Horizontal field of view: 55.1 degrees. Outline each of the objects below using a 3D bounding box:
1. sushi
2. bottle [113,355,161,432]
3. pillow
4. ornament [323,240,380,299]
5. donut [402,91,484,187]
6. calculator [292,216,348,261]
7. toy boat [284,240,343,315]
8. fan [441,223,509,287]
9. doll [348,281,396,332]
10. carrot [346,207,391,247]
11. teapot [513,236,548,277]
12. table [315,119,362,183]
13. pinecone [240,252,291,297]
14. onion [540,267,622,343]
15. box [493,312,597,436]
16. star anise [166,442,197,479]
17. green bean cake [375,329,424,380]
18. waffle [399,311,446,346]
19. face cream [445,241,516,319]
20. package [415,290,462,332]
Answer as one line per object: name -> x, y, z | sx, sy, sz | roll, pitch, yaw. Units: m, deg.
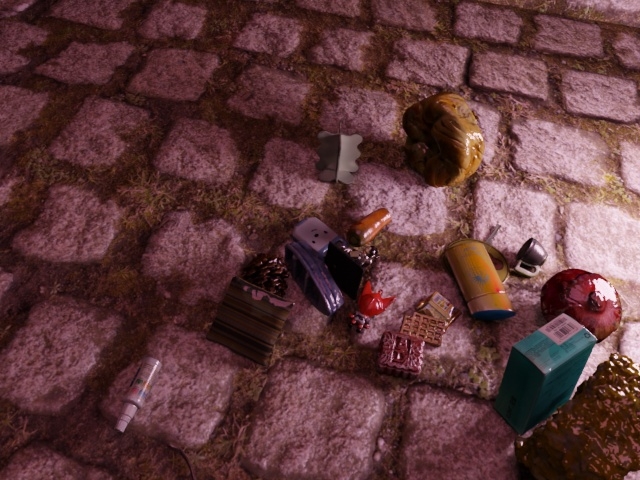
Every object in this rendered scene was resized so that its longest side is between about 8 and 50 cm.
sushi -> 0.669, 0.495, 1.521 | 0.351, 0.396, 0.240 | -36, 65, -16
bottle -> -0.511, 0.428, 1.704 | 0.060, 0.060, 0.217 | 13, 50, 7
pillow -> -0.212, 0.240, 1.839 | 0.208, 0.052, 0.212 | 24, 85, 13
ornament -> 0.127, 0.055, 2.012 | 0.166, 0.153, 0.196 | 40, 49, 24
donut -> 0.441, -0.363, 2.233 | 0.170, 0.360, 0.360 | -23, 56, -23
calculator -> 0.000, 0.000, 2.102 | 0.210, 0.039, 0.121 | 39, 60, 24
toy boat -> -0.024, 0.122, 1.946 | 0.078, 0.127, 0.283 | -20, 54, -26
fan -> 0.554, 0.054, 2.115 | 0.230, 0.011, 0.335 | 29, 57, 18
doll -> 0.150, 0.213, 1.927 | 0.109, 0.057, 0.169 | 30, 54, 17
carrot -> 0.165, -0.045, 2.125 | 0.087, 0.087, 0.193 | 33, 45, 21
teapot -> 0.718, 0.062, 2.089 | 0.091, 0.124, 0.092 | 34, 13, 3
table -> 0.066, -0.326, 2.267 | 0.167, 0.198, 0.166 | 2, 51, -2
pinecone -> -0.168, 0.119, 1.927 | 0.174, 0.173, 0.173 | 2, 51, -2
onion -> 0.808, 0.201, 1.900 | 0.247, 0.190, 0.246 | 4, 67, -9
box -> 0.603, 0.367, 1.671 | 0.205, 0.311, 0.118 | -25, 48, -21
star anise -> -0.344, 0.656, 1.561 | 0.148, 0.218, 0.227 | -37, 13, 4
green bean cake -> 0.238, 0.340, 1.831 | 0.136, 0.056, 0.135 | 12, 52, 6
waffle -> 0.316, 0.271, 1.901 | 0.135, 0.021, 0.092 | 15, 71, 7
face cream -> 0.517, 0.136, 1.999 | 0.140, 0.067, 0.285 | -11, 54, -8
package -> 0.377, 0.224, 1.952 | 0.121, 0.031, 0.108 | 40, 60, 17
